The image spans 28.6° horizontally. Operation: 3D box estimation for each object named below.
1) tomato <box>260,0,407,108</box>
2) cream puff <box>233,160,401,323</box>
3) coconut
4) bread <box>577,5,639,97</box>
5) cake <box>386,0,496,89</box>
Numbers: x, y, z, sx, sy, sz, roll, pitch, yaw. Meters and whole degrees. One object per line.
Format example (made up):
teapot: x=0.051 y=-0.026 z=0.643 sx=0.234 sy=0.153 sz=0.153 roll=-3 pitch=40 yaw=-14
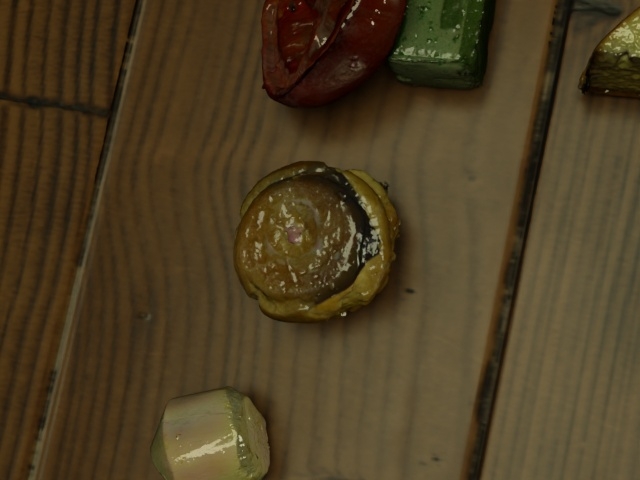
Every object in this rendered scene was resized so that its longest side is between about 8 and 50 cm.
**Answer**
tomato: x=0.024 y=-0.245 z=1.363 sx=0.101 sy=0.228 sz=0.228 roll=19 pitch=84 yaw=-26
cream puff: x=0.000 y=0.000 z=1.346 sx=0.189 sy=0.129 sz=0.189 roll=-2 pitch=84 yaw=21
coconut: x=-0.124 y=0.221 z=1.348 sx=0.122 sy=0.116 sz=0.116 roll=-13 pitch=79 yaw=12
bread: x=0.403 y=-0.209 z=1.294 sx=0.260 sy=0.129 sz=0.134 roll=6 pitch=75 yaw=12
cake: x=0.146 y=-0.281 z=1.392 sx=0.100 sy=0.099 sz=0.235 roll=8 pitch=73 yaw=14
